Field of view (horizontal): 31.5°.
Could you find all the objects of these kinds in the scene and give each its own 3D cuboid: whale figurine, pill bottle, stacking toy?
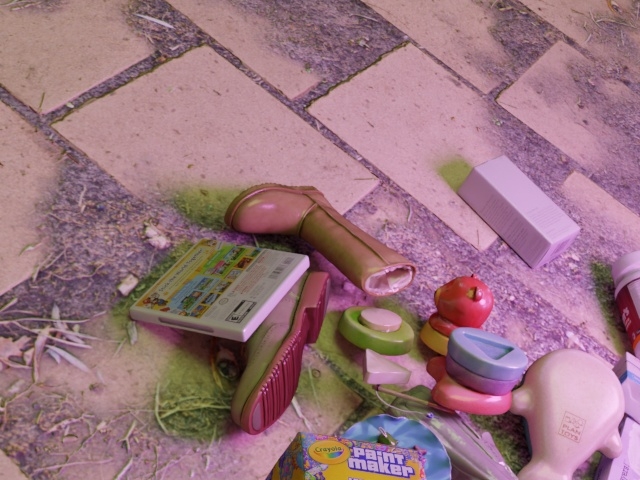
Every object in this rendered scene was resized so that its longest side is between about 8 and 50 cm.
[{"bbox_3d":[0.403,0.320,1.921,0.216,0.141,0.272,24,65,-3],"label":"whale figurine"},{"bbox_3d":[0.654,0.134,2.244,0.121,0.121,0.221,13,43,-20],"label":"pill bottle"},{"bbox_3d":[0.189,0.145,1.866,0.279,0.130,0.309,13,19,-14],"label":"stacking toy"}]

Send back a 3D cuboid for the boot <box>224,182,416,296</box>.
[{"bbox_3d":[0.000,0.000,1.956,0.236,0.089,0.269,-13,42,-40],"label":"boot"}]

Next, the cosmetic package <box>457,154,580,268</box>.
[{"bbox_3d":[0.405,-0.061,2.321,0.117,0.085,0.231,-22,61,-44],"label":"cosmetic package"}]

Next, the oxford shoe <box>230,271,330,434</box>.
[{"bbox_3d":[-0.089,0.168,1.787,0.130,0.123,0.348,12,36,12],"label":"oxford shoe"}]

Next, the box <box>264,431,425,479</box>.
[{"bbox_3d":[0.005,0.440,1.408,0.177,0.290,0.279,12,44,-21],"label":"box"}]

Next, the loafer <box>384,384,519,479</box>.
[{"bbox_3d":[0.245,0.348,1.785,0.319,0.112,0.111,42,52,13],"label":"loafer"}]

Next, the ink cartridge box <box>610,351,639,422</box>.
[{"bbox_3d":[0.582,0.268,2.065,0.104,0.060,0.180,34,18,4],"label":"ink cartridge box"}]

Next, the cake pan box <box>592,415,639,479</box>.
[{"bbox_3d":[0.576,0.458,1.912,0.245,0.070,0.267,33,40,6],"label":"cake pan box"}]

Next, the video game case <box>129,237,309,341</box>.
[{"bbox_3d":[-0.157,0.074,1.808,0.206,0.026,0.227,9,34,24],"label":"video game case"}]

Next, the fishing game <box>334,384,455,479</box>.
[{"bbox_3d":[0.105,0.339,1.698,0.189,0.041,0.264,17,58,8],"label":"fishing game"}]
